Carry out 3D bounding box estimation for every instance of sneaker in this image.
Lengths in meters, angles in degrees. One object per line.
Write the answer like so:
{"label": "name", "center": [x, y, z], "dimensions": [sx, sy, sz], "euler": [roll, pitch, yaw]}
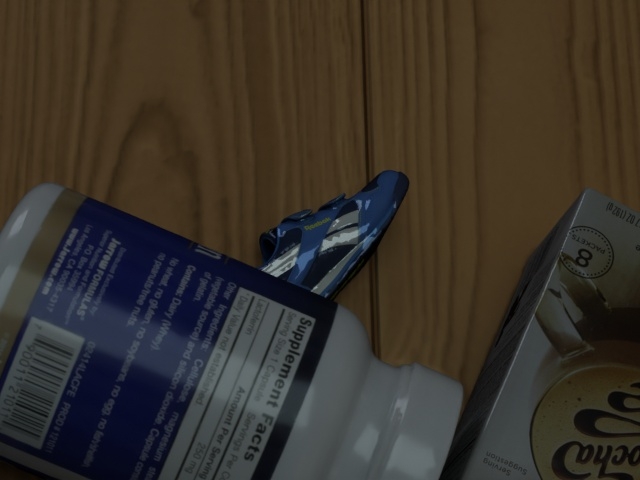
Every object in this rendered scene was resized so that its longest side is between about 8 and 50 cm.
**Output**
{"label": "sneaker", "center": [0.000, 0.000, 1.186], "dimensions": [0.059, 0.053, 0.144], "euler": [39, 61, 9]}

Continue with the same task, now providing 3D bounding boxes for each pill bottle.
{"label": "pill bottle", "center": [-0.065, 0.085, 1.073], "dimensions": [0.264, 0.153, 0.153], "euler": [24, 62, -2]}

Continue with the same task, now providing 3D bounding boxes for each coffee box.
{"label": "coffee box", "center": [0.157, 0.143, 1.117], "dimensions": [0.168, 0.119, 0.297], "euler": [27, 62, -1]}
